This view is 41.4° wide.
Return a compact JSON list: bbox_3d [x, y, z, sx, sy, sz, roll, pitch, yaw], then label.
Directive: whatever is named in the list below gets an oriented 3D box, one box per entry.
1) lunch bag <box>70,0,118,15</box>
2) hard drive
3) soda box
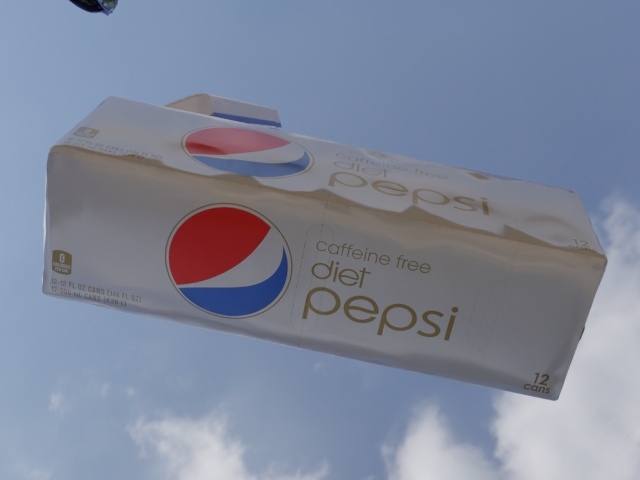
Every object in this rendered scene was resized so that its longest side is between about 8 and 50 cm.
[{"bbox_3d":[-0.273,-0.314,0.899,0.129,0.151,0.096,33,-108,-5],"label":"lunch bag"},{"bbox_3d":[-0.190,-0.138,1.141,0.210,0.318,0.040,-17,-88,13],"label":"hard drive"},{"bbox_3d":[0.000,0.000,0.357,0.216,0.069,0.074,11,-155,1],"label":"soda box"}]
